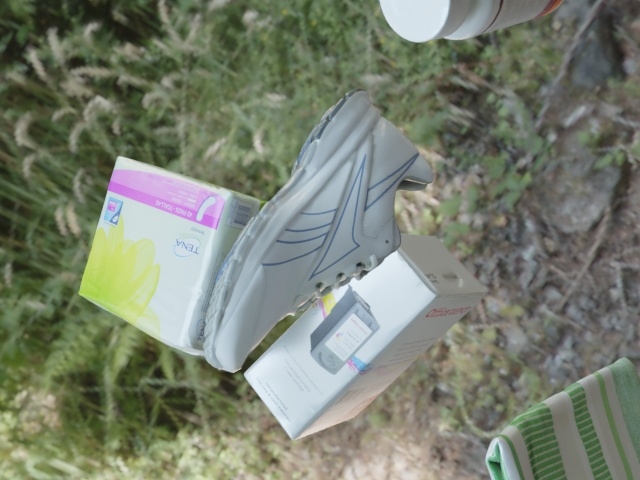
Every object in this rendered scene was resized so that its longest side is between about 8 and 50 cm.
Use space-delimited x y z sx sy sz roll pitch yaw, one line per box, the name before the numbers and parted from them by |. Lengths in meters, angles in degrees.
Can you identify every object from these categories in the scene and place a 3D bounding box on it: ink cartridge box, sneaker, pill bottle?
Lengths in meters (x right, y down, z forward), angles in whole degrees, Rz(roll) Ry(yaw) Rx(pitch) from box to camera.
ink cartridge box | 0.069 0.136 1.576 0.306 0.131 0.226 -47 -19 17
sneaker | 0.000 0.000 0.974 0.297 0.129 0.111 -55 3 -18
pill bottle | 0.174 -0.291 1.196 0.221 0.121 0.121 -23 -7 -39

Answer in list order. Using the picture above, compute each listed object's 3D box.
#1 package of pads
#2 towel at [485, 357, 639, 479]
package of pads | -0.212 0.021 1.523 0.296 0.101 0.229 18 93 45
towel | 0.314 0.289 1.220 0.038 0.324 0.248 -22 85 44
